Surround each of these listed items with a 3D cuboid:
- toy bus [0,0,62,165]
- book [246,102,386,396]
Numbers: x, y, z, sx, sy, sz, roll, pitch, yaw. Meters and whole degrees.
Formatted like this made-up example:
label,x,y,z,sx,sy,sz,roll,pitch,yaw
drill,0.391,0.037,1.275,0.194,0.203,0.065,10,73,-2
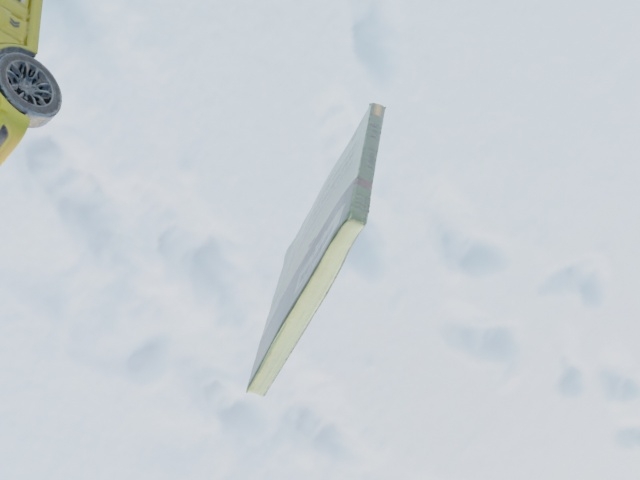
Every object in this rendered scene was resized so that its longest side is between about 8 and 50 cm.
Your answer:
label,x,y,z,sx,sy,sz,roll,pitch,yaw
toy bus,-0.298,-0.183,1.083,0.151,0.331,0.145,29,130,-33
book,0.000,0.000,1.269,0.201,0.026,0.289,-61,-174,26
